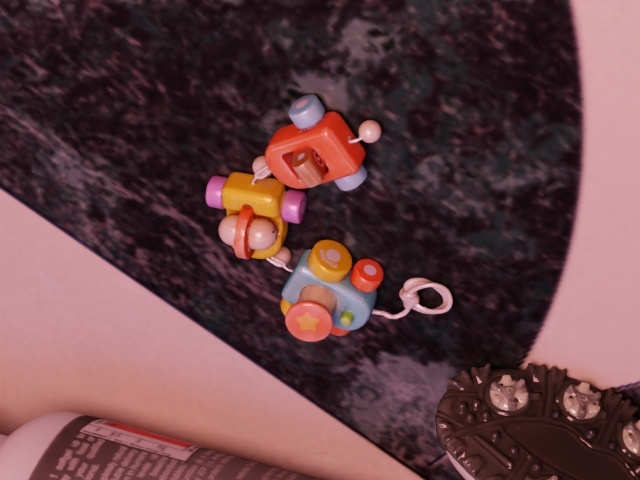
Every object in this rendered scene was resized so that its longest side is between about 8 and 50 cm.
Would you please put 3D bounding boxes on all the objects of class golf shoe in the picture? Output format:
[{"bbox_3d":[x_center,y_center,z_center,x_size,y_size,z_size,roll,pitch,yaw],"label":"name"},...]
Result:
[{"bbox_3d":[0.182,0.171,1.090,0.272,0.105,0.120,26,144,-1],"label":"golf shoe"}]

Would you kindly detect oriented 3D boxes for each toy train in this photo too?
[{"bbox_3d":[0.000,0.000,1.043,0.125,0.046,0.166,-11,126,33],"label":"toy train"}]

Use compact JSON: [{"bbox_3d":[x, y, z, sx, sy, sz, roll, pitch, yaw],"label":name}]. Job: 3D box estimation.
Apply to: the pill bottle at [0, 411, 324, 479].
[{"bbox_3d":[-0.121,0.231,1.206,0.362,0.210,0.210,15,136,12],"label":"pill bottle"}]
